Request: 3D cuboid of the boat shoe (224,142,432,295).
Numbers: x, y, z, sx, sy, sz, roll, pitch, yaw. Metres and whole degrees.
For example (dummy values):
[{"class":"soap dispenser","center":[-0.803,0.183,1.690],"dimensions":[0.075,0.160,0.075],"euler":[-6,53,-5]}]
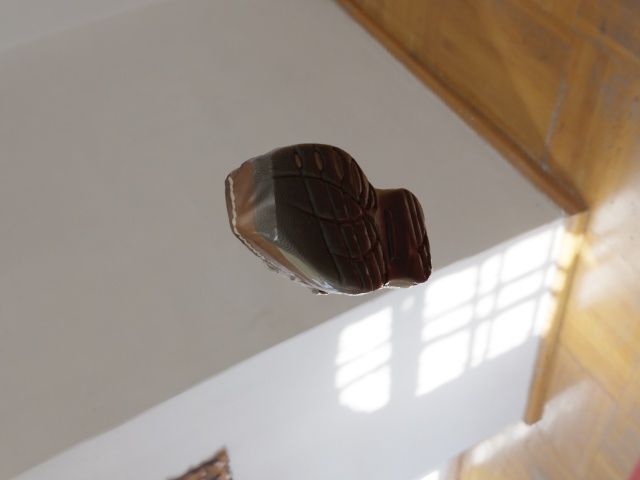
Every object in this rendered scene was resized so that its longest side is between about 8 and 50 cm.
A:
[{"class":"boat shoe","center":[0.000,0.000,0.760],"dimensions":[0.324,0.120,0.122],"euler":[20,-117,-63]}]
